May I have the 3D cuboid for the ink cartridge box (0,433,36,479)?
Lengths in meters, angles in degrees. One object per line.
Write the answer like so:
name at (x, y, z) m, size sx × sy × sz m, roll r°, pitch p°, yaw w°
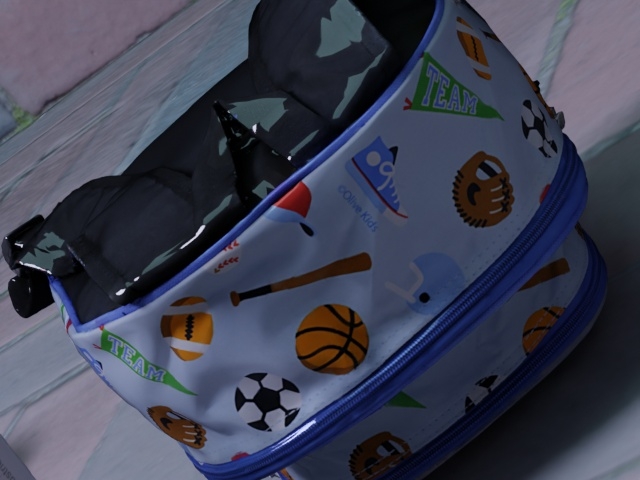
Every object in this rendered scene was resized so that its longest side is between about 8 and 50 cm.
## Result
ink cartridge box at (-0.162, 0.223, 0.647) m, size 0.065 × 0.186 × 0.311 m, roll -17°, pitch 27°, yaw 35°

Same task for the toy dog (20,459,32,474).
toy dog at (-0.290, 0.182, 0.785) m, size 0.161 × 0.220 × 0.334 m, roll 26°, pitch 87°, yaw 34°

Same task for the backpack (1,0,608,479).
backpack at (0.000, 0.000, 0.848) m, size 0.276 × 0.213 × 0.263 m, roll -46°, pitch 7°, yaw 3°
